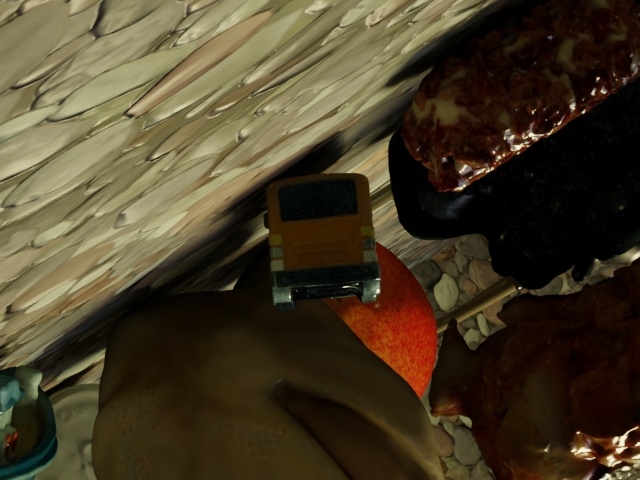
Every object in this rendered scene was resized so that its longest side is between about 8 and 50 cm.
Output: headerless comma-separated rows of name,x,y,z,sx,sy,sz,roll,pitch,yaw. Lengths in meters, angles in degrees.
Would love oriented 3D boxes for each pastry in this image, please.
pastry,0.147,-0.115,1.417,0.208,0.097,0.115,-33,169,-22

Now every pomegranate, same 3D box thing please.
pomegranate,-0.008,0.101,1.908,0.256,0.221,0.221,0,157,-30

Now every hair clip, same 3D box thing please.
hair clip,0.219,-0.077,1.630,0.310,0.206,0.194,-33,174,-11

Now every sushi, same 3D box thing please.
sushi,0.252,0.099,1.587,0.343,0.196,0.182,-28,149,31

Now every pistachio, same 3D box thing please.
pistachio,-0.014,0.224,1.700,0.281,0.445,0.365,-50,-171,-25

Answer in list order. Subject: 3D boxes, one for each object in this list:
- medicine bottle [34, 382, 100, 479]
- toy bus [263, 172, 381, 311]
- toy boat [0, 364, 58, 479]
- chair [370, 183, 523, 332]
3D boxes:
medicine bottle,-0.281,0.282,1.988,0.190,0.190,0.332,-31,174,-36
toy bus,0.000,0.000,1.544,0.091,0.103,0.182,-6,175,0
toy boat,-0.236,0.124,1.340,0.238,0.109,0.098,-66,167,-85
chair,0.190,-0.033,2.082,0.272,0.188,0.166,-32,178,26
